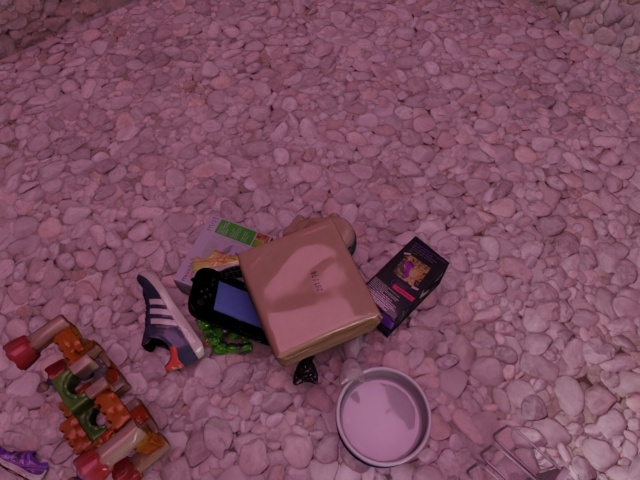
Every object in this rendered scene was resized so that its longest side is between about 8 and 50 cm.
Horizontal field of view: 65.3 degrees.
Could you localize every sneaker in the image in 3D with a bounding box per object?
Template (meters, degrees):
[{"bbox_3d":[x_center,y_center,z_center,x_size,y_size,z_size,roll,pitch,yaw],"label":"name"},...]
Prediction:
[{"bbox_3d":[-0.298,0.066,1.530,0.208,0.081,0.094,-10,61,-5],"label":"sneaker"},{"bbox_3d":[-0.506,0.248,1.541,0.148,0.131,0.350,-33,65,-20],"label":"sneaker"},{"bbox_3d":[-0.837,0.611,1.390,0.170,0.068,0.071,25,48,4],"label":"sneaker"}]

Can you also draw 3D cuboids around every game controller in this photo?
[{"bbox_3d":[-0.234,0.196,1.464,0.319,0.067,0.166,27,52,-27],"label":"game controller"}]

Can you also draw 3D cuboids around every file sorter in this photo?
[{"bbox_3d":[0.457,0.647,1.283,0.173,0.193,0.278,40,68,22],"label":"file sorter"}]

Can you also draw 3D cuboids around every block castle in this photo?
[{"bbox_3d":[-0.632,0.448,1.333,0.213,0.303,0.453,-39,67,-18],"label":"block castle"}]

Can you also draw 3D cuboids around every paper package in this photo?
[{"bbox_3d":[-0.037,0.150,1.415,0.309,0.168,0.325,-21,67,-11],"label":"paper package"}]

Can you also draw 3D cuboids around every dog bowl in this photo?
[{"bbox_3d":[0.174,0.499,1.414,0.265,0.104,0.265,0,61,0],"label":"dog bowl"}]

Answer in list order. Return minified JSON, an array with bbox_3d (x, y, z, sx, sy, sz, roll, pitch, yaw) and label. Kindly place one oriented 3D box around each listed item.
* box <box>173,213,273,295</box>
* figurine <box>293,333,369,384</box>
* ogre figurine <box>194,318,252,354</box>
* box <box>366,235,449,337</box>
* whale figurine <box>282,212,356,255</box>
[{"bbox_3d":[-0.308,0.080,1.640,0.231,0.127,0.262,21,64,10],"label":"box"},{"bbox_3d":[0.032,0.335,1.457,0.215,0.092,0.209,-4,36,10],"label":"figurine"},{"bbox_3d":[-0.300,0.277,1.526,0.118,0.197,0.097,-25,37,6],"label":"ogre figurine"},{"bbox_3d":[0.255,0.146,1.575,0.270,0.165,0.143,-41,68,-20],"label":"box"},{"bbox_3d":[0.000,0.000,1.697,0.272,0.141,0.216,19,59,38],"label":"whale figurine"}]
